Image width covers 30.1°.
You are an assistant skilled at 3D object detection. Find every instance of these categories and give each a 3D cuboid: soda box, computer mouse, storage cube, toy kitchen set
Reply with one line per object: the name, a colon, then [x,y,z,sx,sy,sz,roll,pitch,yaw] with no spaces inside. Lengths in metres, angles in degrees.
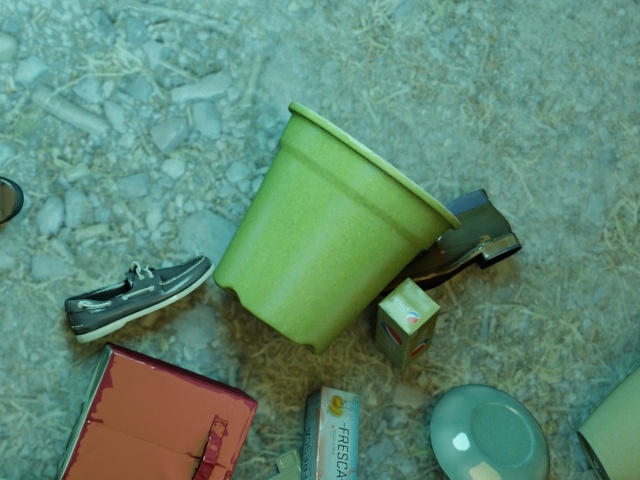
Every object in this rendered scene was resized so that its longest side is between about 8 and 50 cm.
soda box: [0.116,0.118,1.631,0.058,0.181,0.061,-41,73,-15]
computer mouse: [-0.497,-0.048,1.495,0.242,0.041,0.071,-1,92,-13]
soda box: [0.012,0.295,1.620,0.063,0.058,0.183,17,55,-18]
storage cube: [-0.212,0.249,1.507,0.193,0.215,0.183,22,84,-12]
toy kitchen set: [-0.034,0.347,1.666,0.068,0.075,0.083,-30,63,19]

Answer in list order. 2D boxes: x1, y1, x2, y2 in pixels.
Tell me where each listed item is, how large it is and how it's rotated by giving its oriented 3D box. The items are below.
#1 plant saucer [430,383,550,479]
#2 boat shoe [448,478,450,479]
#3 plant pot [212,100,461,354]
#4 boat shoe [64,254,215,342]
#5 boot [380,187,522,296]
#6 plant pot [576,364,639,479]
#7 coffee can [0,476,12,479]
plant saucer: [0.252,0.284,1.704,0.195,0.037,0.195,13,51,-17]
boat shoe: [0.210,0.372,1.717,0.255,0.095,0.079,-24,110,-9]
plant pot: [0.000,0.000,1.568,0.276,0.276,0.254,36,91,-16]
boat shoe: [-0.238,0.062,1.564,0.206,0.075,0.065,-27,102,-12]
boot: [0.171,0.005,1.720,0.219,0.082,0.106,-19,75,-14]
plant pot: [0.532,0.274,1.764,0.274,0.256,0.256,-27,100,-1]
coffee can: [-0.320,0.417,1.471,0.275,0.201,0.201,21,84,-18]
